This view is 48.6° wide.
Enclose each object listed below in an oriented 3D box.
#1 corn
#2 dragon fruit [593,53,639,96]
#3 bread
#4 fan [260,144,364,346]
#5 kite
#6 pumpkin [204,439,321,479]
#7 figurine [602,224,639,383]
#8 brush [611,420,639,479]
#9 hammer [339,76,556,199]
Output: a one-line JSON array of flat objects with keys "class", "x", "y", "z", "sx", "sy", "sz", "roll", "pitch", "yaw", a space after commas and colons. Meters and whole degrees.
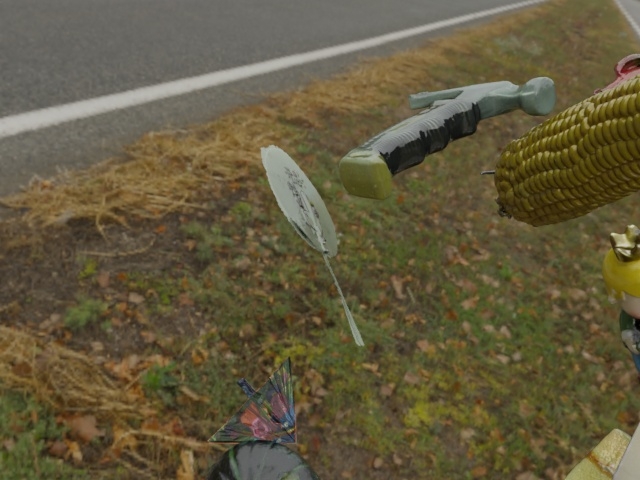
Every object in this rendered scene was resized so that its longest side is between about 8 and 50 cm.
[{"class": "corn", "x": 0.262, "y": -0.087, "z": 0.646, "sx": 0.106, "sy": 0.106, "sz": 0.305, "roll": 7, "pitch": -14, "yaw": -16}, {"class": "dragon fruit", "x": 0.609, "y": -0.231, "z": 1.356, "sx": 0.307, "sy": 0.227, "sz": 0.243, "roll": -33, "pitch": 5, "yaw": -25}, {"class": "bread", "x": 0.662, "y": 0.545, "z": 1.451, "sx": 0.264, "sy": 0.163, "sz": 0.167, "roll": 47, "pitch": -1, "yaw": -15}, {"class": "fan", "x": 0.001, "y": 0.000, "z": 1.268, "sx": 0.233, "sy": 0.012, "sz": 0.414, "roll": 19, "pitch": 44, "yaw": -61}, {"class": "kite", "x": -0.147, "y": 0.464, "z": 1.890, "sx": 0.234, "sy": 0.016, "sz": 0.321, "roll": 48, "pitch": 64, "yaw": -4}, {"class": "pumpkin", "x": -0.146, "y": 0.642, "z": 1.745, "sx": 0.315, "sy": 0.315, "sz": 0.238, "roll": 20, "pitch": -11, "yaw": 13}, {"class": "figurine", "x": 0.497, "y": 0.101, "z": 1.077, "sx": 0.128, "sy": 0.234, "sz": 0.185, "roll": -1, "pitch": 53, "yaw": 22}, {"class": "brush", "x": 0.407, "y": 0.211, "z": 0.816, "sx": 0.060, "sy": 0.050, "sz": 0.321, "roll": 11, "pitch": 31, "yaw": 36}, {"class": "hammer", "x": 0.106, "y": -0.105, "z": 0.694, "sx": 0.226, "sy": 0.041, "sz": 0.159, "roll": -34, "pitch": 25, "yaw": -34}]
